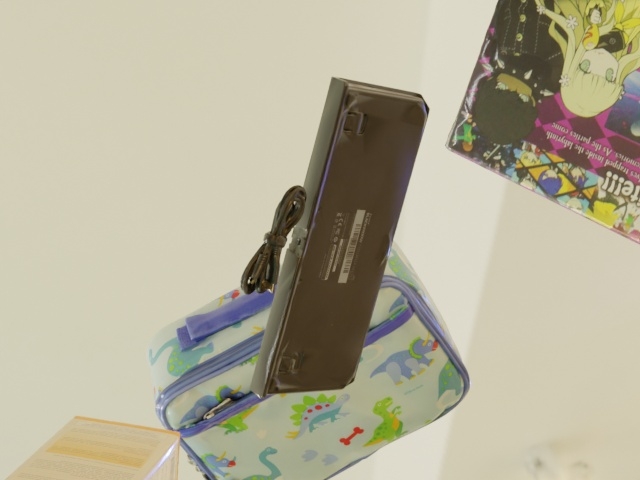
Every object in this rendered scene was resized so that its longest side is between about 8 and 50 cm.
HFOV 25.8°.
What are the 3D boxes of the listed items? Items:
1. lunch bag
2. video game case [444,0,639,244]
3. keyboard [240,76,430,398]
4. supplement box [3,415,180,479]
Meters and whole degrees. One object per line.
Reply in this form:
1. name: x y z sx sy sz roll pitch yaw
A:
1. lunch bag: -0.011 0.099 1.053 0.219 0.090 0.176 -27 -49 5
2. video game case: 0.185 -0.087 0.567 0.042 0.232 0.210 -15 -52 -55
3. keyboard: 0.000 0.000 0.771 0.108 0.023 0.180 3 -75 -49
4. supplement box: -0.114 0.125 0.707 0.062 0.036 0.098 8 14 10
